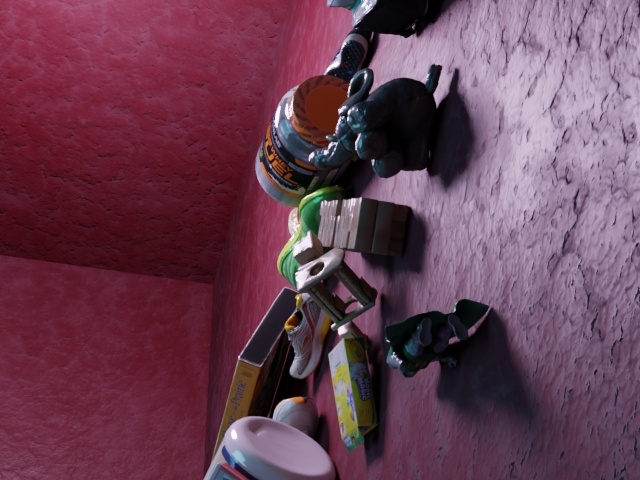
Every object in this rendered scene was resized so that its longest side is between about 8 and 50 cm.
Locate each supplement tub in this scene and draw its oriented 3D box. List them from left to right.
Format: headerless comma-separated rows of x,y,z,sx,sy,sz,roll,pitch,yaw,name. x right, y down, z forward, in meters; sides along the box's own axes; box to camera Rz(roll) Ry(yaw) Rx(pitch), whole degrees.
-0.131,0.522,1.940,0.316,0.228,0.228,-64,15,12,supplement tub
-0.020,-0.210,2.166,0.316,0.194,0.193,123,153,-65,supplement tub

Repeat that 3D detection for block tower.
0.070,-0.024,1.846,0.335,0.091,0.097,-167,87,-79,block tower

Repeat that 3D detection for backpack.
0.115,-0.507,1.781,0.225,0.191,0.253,165,118,-78,backpack

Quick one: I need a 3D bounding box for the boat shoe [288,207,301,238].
-0.028,-0.016,2.416,0.072,0.068,0.190,-55,37,40,boat shoe

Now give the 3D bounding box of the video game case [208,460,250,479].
-0.110,0.551,1.797,0.204,0.285,0.025,-62,-17,13,video game case

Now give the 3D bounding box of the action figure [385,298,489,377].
0.139,0.146,1.381,0.232,0.137,0.063,105,157,-70,action figure

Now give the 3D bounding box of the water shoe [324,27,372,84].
0.069,-0.397,2.229,0.080,0.073,0.203,-63,6,-28,water shoe

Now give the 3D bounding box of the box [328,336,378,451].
0.057,0.267,1.757,0.105,0.043,0.179,123,143,-63,box

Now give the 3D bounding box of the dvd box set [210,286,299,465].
-0.158,0.359,2.484,0.307,0.062,0.420,-57,-14,-55,dvd box set

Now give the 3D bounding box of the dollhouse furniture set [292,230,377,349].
0.046,0.079,1.845,0.101,0.182,0.161,-33,30,14,dollhouse furniture set

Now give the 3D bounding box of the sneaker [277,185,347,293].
0.000,0.000,2.209,0.123,0.109,0.295,58,142,33,sneaker

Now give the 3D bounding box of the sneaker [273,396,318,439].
-0.048,0.443,2.114,0.121,0.099,0.262,-111,23,-53,sneaker

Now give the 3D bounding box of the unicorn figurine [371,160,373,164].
0.115,-0.181,1.854,0.162,0.060,0.111,83,-172,-74,unicorn figurine

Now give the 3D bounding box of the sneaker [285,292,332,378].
-0.037,0.200,2.198,0.088,0.093,0.225,-101,22,-59,sneaker

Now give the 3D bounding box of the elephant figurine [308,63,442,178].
0.085,-0.201,1.699,0.239,0.186,0.169,-142,39,-67,elephant figurine
